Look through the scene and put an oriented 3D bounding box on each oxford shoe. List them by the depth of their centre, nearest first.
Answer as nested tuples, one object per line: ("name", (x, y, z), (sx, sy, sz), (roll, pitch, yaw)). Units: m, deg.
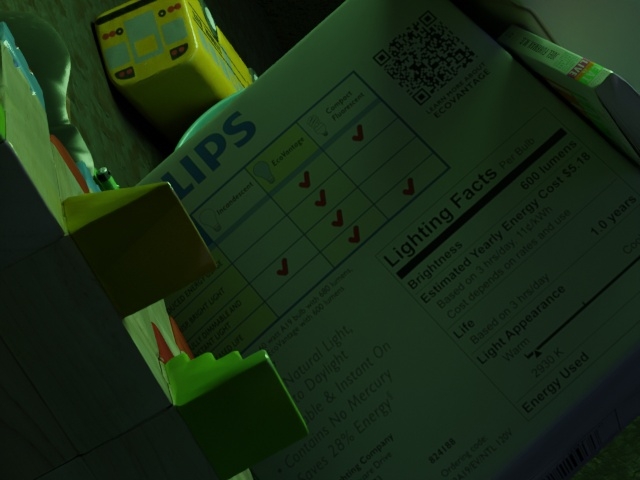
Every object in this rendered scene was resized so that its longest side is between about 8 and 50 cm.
("oxford shoe", (-0.215, -0.084, 0.916), (0.076, 0.076, 0.212), (105, -28, -48))

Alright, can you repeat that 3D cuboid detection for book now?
("book", (0.195, -0.106, 0.925), (0.096, 0.035, 0.144), (42, 3, -29))

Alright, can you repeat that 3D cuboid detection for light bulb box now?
("light bulb box", (0.069, 0.041, 1.008), (0.361, 0.358, 0.225), (48, -2, 24))

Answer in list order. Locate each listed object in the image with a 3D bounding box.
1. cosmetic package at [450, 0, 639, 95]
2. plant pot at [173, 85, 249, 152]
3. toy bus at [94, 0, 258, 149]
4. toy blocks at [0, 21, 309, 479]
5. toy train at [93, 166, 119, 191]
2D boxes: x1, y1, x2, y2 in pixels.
("cosmetic package", (0.189, -0.185, 1.076), (0.160, 0.113, 0.309), (29, -11, 45))
("plant pot", (0.000, 0.000, 1.358), (0.235, 0.293, 0.293), (81, -5, -47))
("toy bus", (-0.142, -0.173, 1.462), (0.333, 0.108, 0.130), (50, 19, -66))
("toy blocks", (-0.138, 0.050, 0.682), (0.381, 0.190, 0.261), (63, -3, -25))
("toy train", (-0.179, -0.031, 1.101), (0.017, 0.023, 0.083), (-103, 168, -54))
